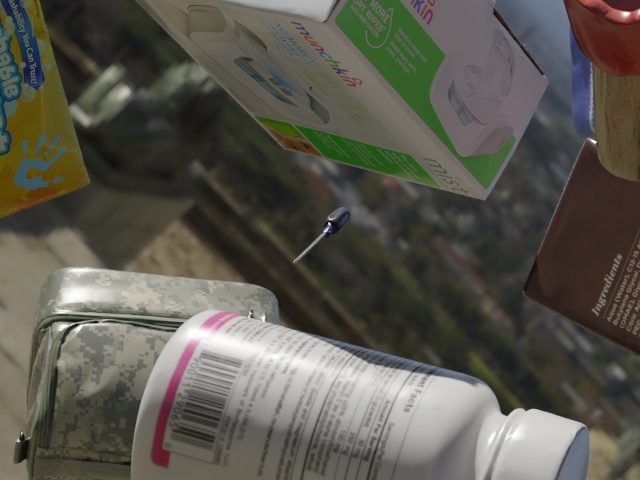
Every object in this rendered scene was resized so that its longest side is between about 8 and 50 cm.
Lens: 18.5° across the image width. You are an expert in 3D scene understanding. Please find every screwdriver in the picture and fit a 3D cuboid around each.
[{"bbox_3d":[0.000,0.000,2.273,0.170,0.024,0.025,-51,142,-57],"label":"screwdriver"}]

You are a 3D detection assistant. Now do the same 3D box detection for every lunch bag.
[{"bbox_3d":[-0.181,0.184,2.191,0.305,0.212,0.256,7,35,-8],"label":"lunch bag"}]

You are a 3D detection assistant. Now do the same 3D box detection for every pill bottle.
[{"bbox_3d":[0.029,0.155,1.336,0.283,0.160,0.160,14,0,18],"label":"pill bottle"}]

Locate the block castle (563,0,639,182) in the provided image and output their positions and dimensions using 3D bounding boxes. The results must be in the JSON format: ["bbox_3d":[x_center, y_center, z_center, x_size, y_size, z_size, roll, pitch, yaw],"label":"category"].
[{"bbox_3d":[0.387,-0.111,1.054,0.213,0.453,0.303,79,-13,-51],"label":"block castle"}]

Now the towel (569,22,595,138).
[{"bbox_3d":[0.336,-0.260,2.124,0.336,0.040,0.243,141,-50,-73],"label":"towel"}]

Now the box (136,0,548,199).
[{"bbox_3d":[0.016,-0.167,1.555,0.231,0.127,0.262,18,-18,40],"label":"box"}]

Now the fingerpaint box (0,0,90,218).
[{"bbox_3d":[-0.463,-0.206,1.887,0.163,0.371,0.445,44,-28,53],"label":"fingerpaint box"}]

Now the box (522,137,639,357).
[{"bbox_3d":[0.347,0.061,1.376,0.191,0.143,0.381,16,7,-41],"label":"box"}]
